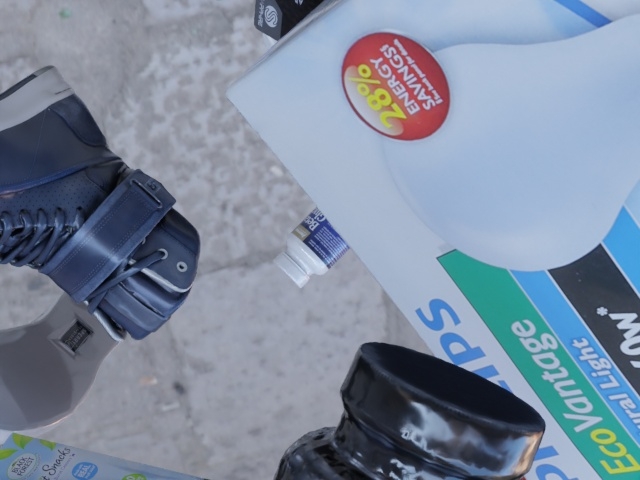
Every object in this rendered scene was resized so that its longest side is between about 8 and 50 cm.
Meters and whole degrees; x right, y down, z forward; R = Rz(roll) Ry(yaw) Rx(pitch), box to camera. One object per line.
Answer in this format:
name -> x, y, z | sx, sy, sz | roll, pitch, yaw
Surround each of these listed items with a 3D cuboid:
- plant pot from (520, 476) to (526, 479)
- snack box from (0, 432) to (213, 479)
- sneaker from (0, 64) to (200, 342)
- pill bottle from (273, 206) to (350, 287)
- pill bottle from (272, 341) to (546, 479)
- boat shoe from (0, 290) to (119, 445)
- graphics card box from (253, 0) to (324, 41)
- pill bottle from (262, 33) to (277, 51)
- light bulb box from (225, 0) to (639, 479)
plant pot -> 0.243, 0.147, 1.049 | 0.191, 0.191, 0.174 | 7, 141, -27
snack box -> -0.131, 0.240, 0.780 | 0.207, 0.070, 0.175 | 11, 118, 10
sneaker -> -0.157, 0.005, 0.628 | 0.086, 0.226, 0.163 | -34, 100, 32
pill bottle -> 0.000, 0.000, 1.976 | 0.169, 0.094, 0.094 | -46, 134, -5
pill bottle -> 0.021, 0.166, 0.533 | 0.122, 0.123, 0.219 | 16, 99, -32
boat shoe -> -0.252, 0.116, 0.974 | 0.096, 0.267, 0.088 | 42, 108, -7
graphics card box -> 0.104, -0.245, 1.170 | 0.094, 0.371, 0.233 | -45, 157, -35
pill bottle -> 0.038, -0.286, 1.587 | 0.136, 0.136, 0.245 | -46, 159, 22
light bulb box -> 0.205, -0.074, 0.665 | 0.361, 0.225, 0.358 | -30, 103, 44
